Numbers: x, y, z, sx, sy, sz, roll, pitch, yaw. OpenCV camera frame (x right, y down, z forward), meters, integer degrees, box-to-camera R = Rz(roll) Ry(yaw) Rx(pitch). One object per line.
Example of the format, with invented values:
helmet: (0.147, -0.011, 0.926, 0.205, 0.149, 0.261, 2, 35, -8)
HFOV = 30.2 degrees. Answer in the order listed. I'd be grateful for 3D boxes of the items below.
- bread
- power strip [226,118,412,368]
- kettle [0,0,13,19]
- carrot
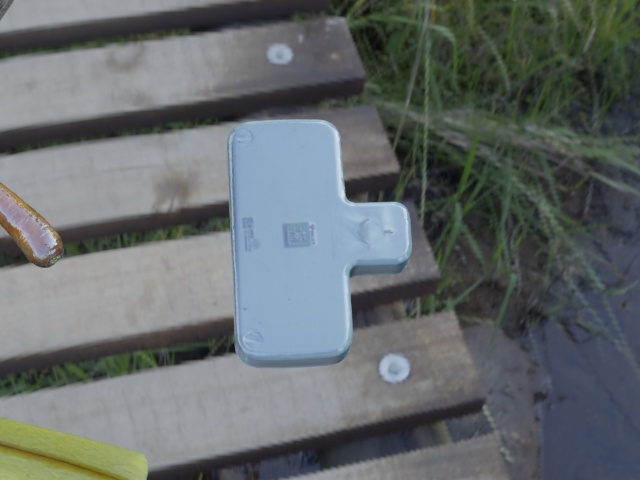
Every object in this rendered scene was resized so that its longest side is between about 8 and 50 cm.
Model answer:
bread: (-0.396, 0.324, 1.331, 0.362, 0.233, 0.245, 17, 101, -3)
power strip: (0.000, 0.000, 1.262, 0.194, 0.059, 0.265, -2, 73, -4)
kettle: (-0.442, -0.235, 1.032, 0.290, 0.207, 0.268, 38, 42, -15)
carrot: (-0.240, -0.016, 0.944, 0.093, 0.032, 0.032, 45, 66, 8)
